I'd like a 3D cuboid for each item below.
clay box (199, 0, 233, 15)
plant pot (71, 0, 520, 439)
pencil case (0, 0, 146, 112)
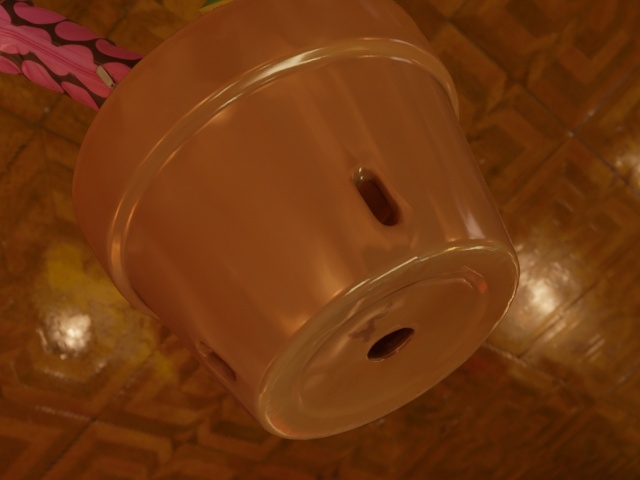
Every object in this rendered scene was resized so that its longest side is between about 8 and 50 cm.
[{"bbox_3d":[-0.010,-0.237,0.861,0.053,0.127,0.222,46,65,-26],"label":"clay box"},{"bbox_3d":[0.000,0.000,0.734,0.291,0.203,0.291,-24,149,-16],"label":"plant pot"},{"bbox_3d":[-0.241,-0.176,1.055,0.098,0.209,0.095,-20,131,-63],"label":"pencil case"}]
